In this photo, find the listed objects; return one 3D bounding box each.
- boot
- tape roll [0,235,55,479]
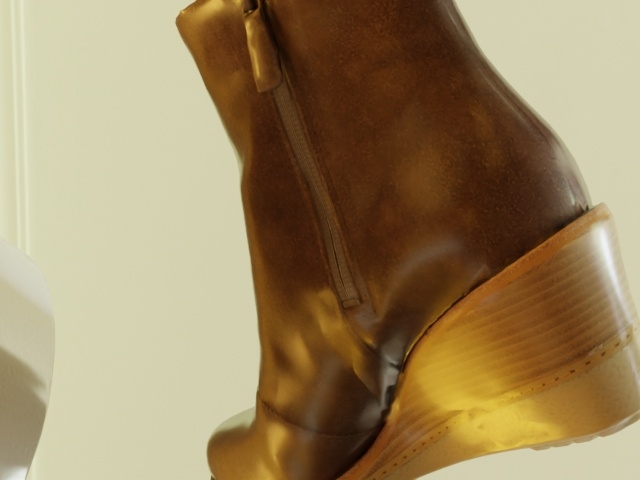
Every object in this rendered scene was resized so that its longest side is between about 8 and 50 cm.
[{"bbox_3d":[0.000,0.000,0.497,0.090,0.248,0.206,-31,-87,-45],"label":"boot"},{"bbox_3d":[-0.247,0.063,0.479,0.246,0.246,0.169,-45,-53,7],"label":"tape roll"}]
